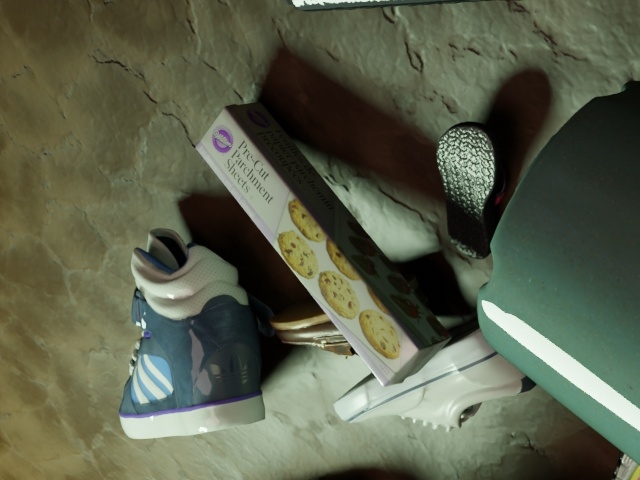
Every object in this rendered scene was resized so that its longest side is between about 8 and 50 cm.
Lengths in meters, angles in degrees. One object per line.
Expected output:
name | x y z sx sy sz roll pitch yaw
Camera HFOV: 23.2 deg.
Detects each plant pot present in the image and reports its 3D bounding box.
plant pot | 0.325 0.058 1.189 0.334 0.341 0.341 34 137 31

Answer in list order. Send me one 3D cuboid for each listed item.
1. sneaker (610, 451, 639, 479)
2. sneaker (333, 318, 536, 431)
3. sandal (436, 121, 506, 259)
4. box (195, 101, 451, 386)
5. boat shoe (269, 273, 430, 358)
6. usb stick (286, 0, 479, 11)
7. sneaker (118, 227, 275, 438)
sneaker | 0.330 0.202 1.454 0.094 0.081 0.208 22 139 12
sneaker | 0.113 0.157 1.600 0.258 0.094 0.091 -28 94 48
sandal | 0.147 -0.054 1.465 0.067 0.040 0.179 33 151 27
box | 0.000 0.000 1.552 0.324 0.063 0.067 52 123 17
boat shoe | 0.032 0.091 1.640 0.207 0.073 0.073 -12 108 46
usb stick | 0.074 -0.243 1.377 0.278 0.045 0.077 4 122 40
sneaker | -0.165 0.104 1.815 0.323 0.130 0.236 -15 86 65
